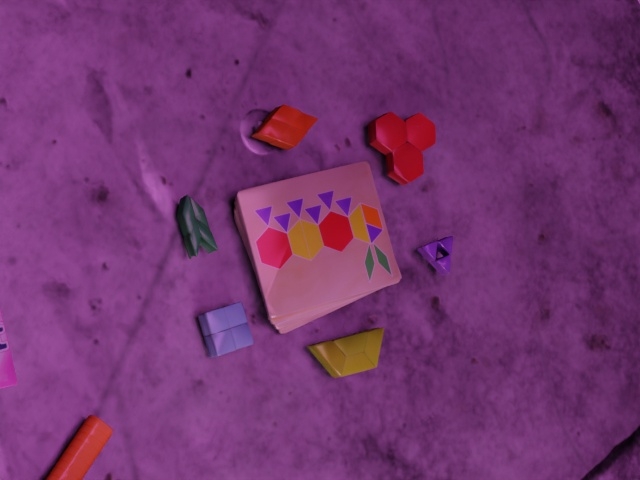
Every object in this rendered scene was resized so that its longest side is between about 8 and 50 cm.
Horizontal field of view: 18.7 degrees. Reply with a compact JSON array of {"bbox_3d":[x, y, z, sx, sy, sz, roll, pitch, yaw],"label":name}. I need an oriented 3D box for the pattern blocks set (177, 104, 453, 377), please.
[{"bbox_3d":[0.000,0.000,2.012,0.324,0.026,0.285,-5,84,-33],"label":"pattern blocks set"}]

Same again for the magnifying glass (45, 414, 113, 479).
[{"bbox_3d":[-0.264,0.262,1.800,0.092,0.026,0.231,42,62,-19],"label":"magnifying glass"}]

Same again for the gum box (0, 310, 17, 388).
[{"bbox_3d":[-0.369,0.098,1.740,0.188,0.062,0.107,-11,88,-33],"label":"gum box"}]
